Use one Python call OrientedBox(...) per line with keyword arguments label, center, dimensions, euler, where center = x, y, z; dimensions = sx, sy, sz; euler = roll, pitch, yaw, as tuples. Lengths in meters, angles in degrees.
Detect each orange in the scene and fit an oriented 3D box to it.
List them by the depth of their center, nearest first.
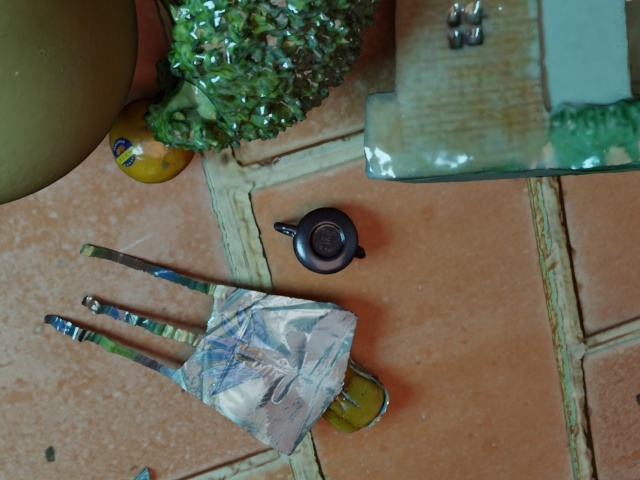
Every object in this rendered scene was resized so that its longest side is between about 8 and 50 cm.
OrientedBox(label="orange", center=(-0.154, -0.092, 1.150), dimensions=(0.083, 0.083, 0.084), euler=(-7, 116, -14))

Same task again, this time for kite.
OrientedBox(label="kite", center=(-0.112, 0.091, 1.265), dimensions=(0.310, 0.015, 0.169), euler=(28, 99, -16))

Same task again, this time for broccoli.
OrientedBox(label="broccoli", center=(-0.056, -0.208, 1.038), dimensions=(0.235, 0.260, 0.288), euler=(24, 108, -40))

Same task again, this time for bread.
OrientedBox(label="bread", center=(0.022, 0.162, 1.339), dimensions=(0.072, 0.053, 0.106), euler=(-45, 113, 3))

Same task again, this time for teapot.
OrientedBox(label="teapot", center=(0.000, 0.000, 1.262), dimensions=(0.100, 0.045, 0.068), euler=(18, 85, -6))

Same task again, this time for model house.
OrientedBox(label="model house", center=(0.183, -0.220, 1.153), dimensions=(0.267, 0.194, 0.325), euler=(-3, 92, 14))

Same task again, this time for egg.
OrientedBox(label="egg", center=(-0.316, -0.186, 0.930), dimensions=(0.374, 0.301, 0.301), euler=(36, 100, -17))

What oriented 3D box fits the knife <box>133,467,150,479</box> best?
OrientedBox(label="knife", center=(-0.252, 0.328, 1.354), dimensions=(0.210, 0.015, 0.028), euler=(-45, 113, 6))
